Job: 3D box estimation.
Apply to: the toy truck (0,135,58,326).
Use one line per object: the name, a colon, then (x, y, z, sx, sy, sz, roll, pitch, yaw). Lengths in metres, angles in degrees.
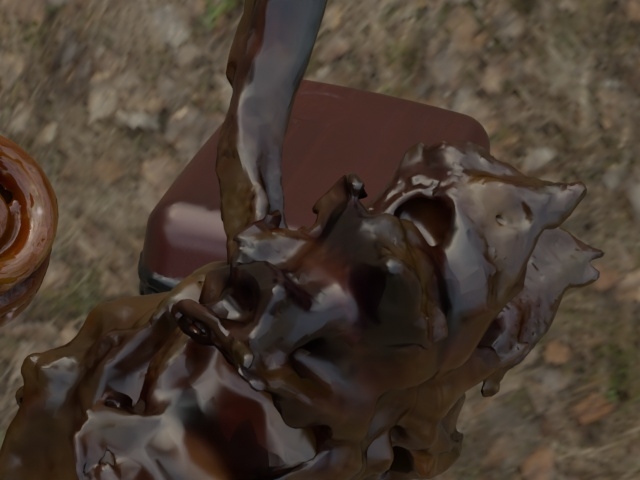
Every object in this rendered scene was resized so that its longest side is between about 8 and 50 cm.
toy truck: (-0.264, 0.037, 0.826, 0.211, 0.204, 0.288, 36, 57, -14)

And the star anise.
star anise: (0.010, 0.001, 0.663, 0.148, 0.237, 0.346, 31, 95, 18)

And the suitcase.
suitcase: (0.000, 0.000, 1.535, 0.236, 0.161, 0.297, 14, 32, 12)
